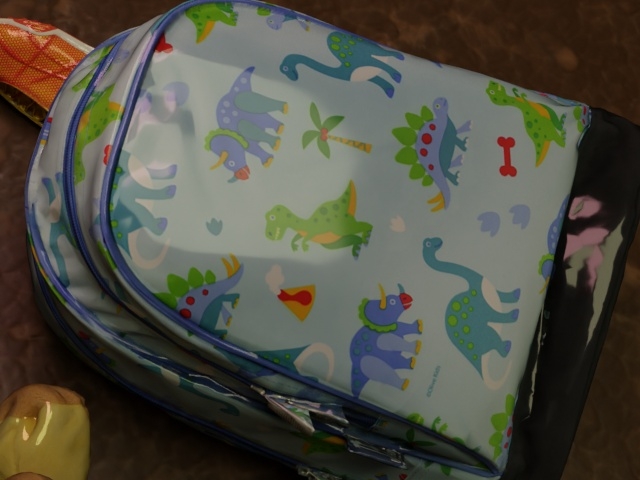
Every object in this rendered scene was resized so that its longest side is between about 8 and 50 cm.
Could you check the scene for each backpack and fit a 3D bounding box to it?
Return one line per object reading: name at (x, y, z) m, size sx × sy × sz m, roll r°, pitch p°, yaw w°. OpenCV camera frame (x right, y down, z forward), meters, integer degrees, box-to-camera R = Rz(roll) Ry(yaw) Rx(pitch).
backpack at (0.000, 0.000, 0.890) m, size 0.355 × 0.273 × 0.290 m, roll 18°, pitch 78°, yaw 5°

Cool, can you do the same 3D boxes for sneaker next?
sneaker at (-0.171, -0.097, 0.975) m, size 0.175 × 0.064 × 0.067 m, roll 19°, pitch 69°, yaw -6°

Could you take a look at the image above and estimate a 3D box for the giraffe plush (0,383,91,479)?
giraffe plush at (-0.132, 0.206, 0.785) m, size 0.170 × 0.181 × 0.210 m, roll 31°, pitch 44°, yaw -27°
